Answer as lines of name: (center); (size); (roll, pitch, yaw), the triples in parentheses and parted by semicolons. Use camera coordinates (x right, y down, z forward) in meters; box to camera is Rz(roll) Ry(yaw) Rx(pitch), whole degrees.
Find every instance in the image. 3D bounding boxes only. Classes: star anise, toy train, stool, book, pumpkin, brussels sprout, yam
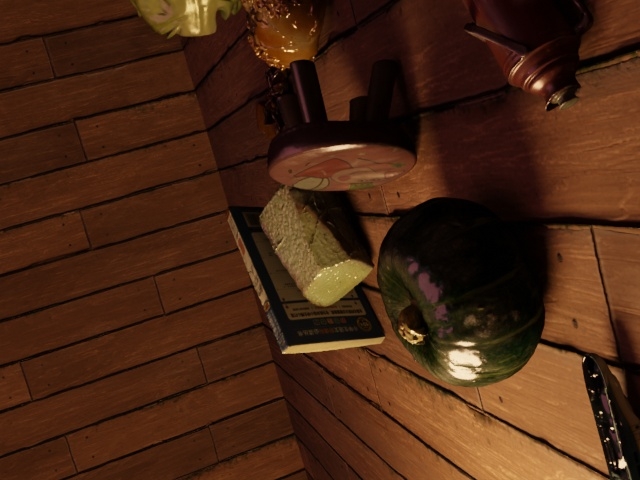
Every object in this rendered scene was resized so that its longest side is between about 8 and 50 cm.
star anise: (-0.112, -0.363, 1.976); (0.177, 0.073, 0.234); (108, 159, -52)
toy train: (0.388, 0.253, 0.948); (0.052, 0.051, 0.234); (160, 96, -75)
stool: (0.034, -0.205, 1.355); (0.272, 0.272, 0.178); (131, 136, -73)
book: (-0.041, 0.085, 1.849); (0.039, 0.300, 0.428); (-54, 49, 38)
pumpkin: (0.199, 0.083, 1.131); (0.300, 0.207, 0.300); (58, 167, 23)
brussels sprout: (-0.388, -0.786, 1.980); (0.425, 0.342, 0.361); (48, 160, 35)
yam: (0.002, 0.002, 1.769); (0.202, 0.201, 0.271); (-50, 53, 36)

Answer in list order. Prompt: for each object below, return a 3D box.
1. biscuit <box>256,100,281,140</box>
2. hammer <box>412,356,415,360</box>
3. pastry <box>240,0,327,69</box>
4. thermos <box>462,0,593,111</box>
biscuit: (-0.156, -0.360, 2.247); (0.206, 0.025, 0.126); (-133, 29, -55)
hammer: (0.233, 0.244, 1.561); (0.199, 0.013, 0.062); (-165, 58, -72)
pastry: (-0.096, -0.516, 1.609); (0.311, 0.162, 0.255); (99, 148, -62)
thermos: (0.236, -0.253, 0.857); (0.124, 0.099, 0.232); (-38, 66, 33)
